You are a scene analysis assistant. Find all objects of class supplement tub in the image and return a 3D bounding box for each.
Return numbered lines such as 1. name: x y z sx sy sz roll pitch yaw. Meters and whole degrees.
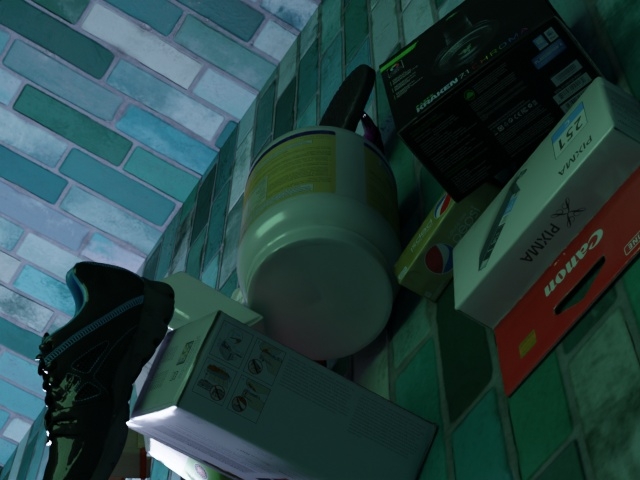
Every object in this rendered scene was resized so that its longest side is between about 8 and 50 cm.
1. supplement tub: 0.000 0.000 2.071 0.241 0.241 0.331 -53 17 25

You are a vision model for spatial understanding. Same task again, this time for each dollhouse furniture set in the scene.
1. dollhouse furniture set: -0.291 0.418 2.220 0.262 0.135 0.259 -104 19 -64

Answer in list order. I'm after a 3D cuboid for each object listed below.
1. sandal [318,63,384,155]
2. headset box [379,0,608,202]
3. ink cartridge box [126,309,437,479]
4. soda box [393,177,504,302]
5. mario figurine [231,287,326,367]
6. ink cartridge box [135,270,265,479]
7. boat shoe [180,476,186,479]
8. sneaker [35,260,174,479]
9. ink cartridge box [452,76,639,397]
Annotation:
1. sandal: 0.030 -0.092 2.409 0.167 0.107 0.445 -27 43 60
2. headset box: 0.220 -0.218 1.852 0.246 0.131 0.283 -36 22 14
3. ink cartridge box: -0.063 0.226 1.741 0.272 0.309 0.130 -25 39 64
4. soda box: 0.173 -0.011 1.879 0.181 0.061 0.058 -56 16 16
5. mario figurine: -0.104 0.170 2.203 0.170 0.198 0.320 -44 12 2
6. ink cartridge box: -0.168 0.207 2.000 0.198 0.115 0.273 26 131 42
7. boat shoe: -0.171 0.417 2.080 0.130 0.132 0.355 -55 16 19
8. sneaker: -0.296 0.186 1.715 0.125 0.140 0.341 -37 33 57
9. ink cartridge box: 0.263 -0.009 1.594 0.296 0.066 0.261 -53 16 27
